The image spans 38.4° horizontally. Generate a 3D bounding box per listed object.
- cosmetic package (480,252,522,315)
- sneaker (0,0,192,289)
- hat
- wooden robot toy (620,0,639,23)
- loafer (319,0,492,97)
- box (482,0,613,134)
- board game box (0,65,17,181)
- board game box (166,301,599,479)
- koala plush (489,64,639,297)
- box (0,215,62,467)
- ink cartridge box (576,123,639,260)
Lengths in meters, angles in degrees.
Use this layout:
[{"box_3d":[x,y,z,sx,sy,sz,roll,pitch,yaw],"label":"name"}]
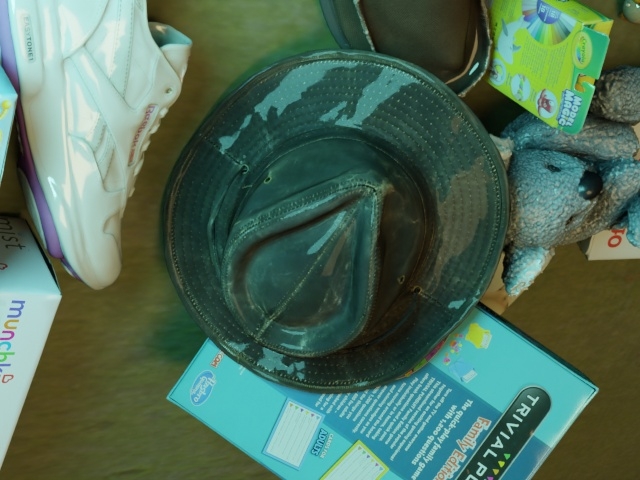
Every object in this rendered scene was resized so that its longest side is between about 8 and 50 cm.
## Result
[{"box_3d":[0.073,0.098,1.049,0.309,0.113,0.160,-47,136,7],"label":"cosmetic package"},{"box_3d":[-0.165,-0.088,0.721,0.152,0.114,0.305,-17,132,-23],"label":"sneaker"},{"box_3d":[0.000,0.000,0.790,0.331,0.331,0.134,-57,179,16],"label":"hat"},{"box_3d":[0.366,-0.273,1.010,0.173,0.076,0.079,0,159,-36],"label":"wooden robot toy"},{"box_3d":[0.064,-0.231,0.758,0.134,0.130,0.366,-40,138,-2],"label":"loafer"},{"box_3d":[0.201,-0.183,0.861,0.043,0.179,0.105,-13,131,-27],"label":"box"},{"box_3d":[-0.356,-0.073,0.575,0.275,0.144,0.142,0,124,-35],"label":"board game box"},{"box_3d":[0.058,0.145,0.921,0.254,0.336,0.079,-55,178,6],"label":"board game box"},{"box_3d":[0.232,-0.051,0.947,0.221,0.203,0.196,-31,106,-42],"label":"koala plush"},{"box_3d":[-0.365,0.107,0.733,0.231,0.127,0.262,8,118,-38],"label":"box"},{"box_3d":[0.449,-0.090,1.101,0.278,0.117,0.201,-2,127,-8],"label":"ink cartridge box"}]
